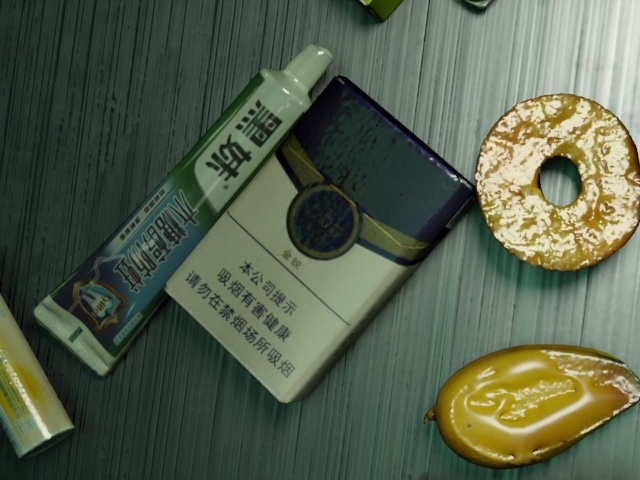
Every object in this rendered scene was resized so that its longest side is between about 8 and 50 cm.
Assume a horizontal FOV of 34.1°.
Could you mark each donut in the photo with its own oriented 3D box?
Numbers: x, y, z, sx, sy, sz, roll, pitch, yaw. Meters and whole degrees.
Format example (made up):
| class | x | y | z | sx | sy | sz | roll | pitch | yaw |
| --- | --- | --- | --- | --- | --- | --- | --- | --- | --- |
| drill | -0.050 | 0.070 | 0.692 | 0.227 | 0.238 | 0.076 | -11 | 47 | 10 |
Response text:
| class | x | y | z | sx | sy | sz | roll | pitch | yaw |
| --- | --- | --- | --- | --- | --- | --- | --- | --- | --- |
| donut | 0.201 | -0.046 | 0.891 | 0.152 | 0.058 | 0.152 | -1 | 83 | 5 |

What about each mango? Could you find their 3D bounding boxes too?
| class | x | y | z | sx | sy | sz | roll | pitch | yaw |
| --- | --- | --- | --- | --- | --- | --- | --- | --- | --- |
| mango | 0.179 | 0.139 | 0.892 | 0.187 | 0.066 | 0.101 | -18 | 74 | 10 |

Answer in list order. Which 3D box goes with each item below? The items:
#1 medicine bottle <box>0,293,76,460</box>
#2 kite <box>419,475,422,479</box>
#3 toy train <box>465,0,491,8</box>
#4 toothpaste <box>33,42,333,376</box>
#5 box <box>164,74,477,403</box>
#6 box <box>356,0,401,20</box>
| class | x | y | z | sx | sy | sz | roll | pitch | yaw |
| --- | --- | --- | --- | --- | --- | --- | --- | --- | --- |
| medicine bottle | -0.325 | 0.111 | 1.045 | 0.074 | 0.074 | 0.218 | -34 | 80 | 12 |
| kite | 0.083 | 0.307 | 0.847 | 0.013 | 0.323 | 0.267 | 0 | 43 | 6 |
| toy train | 0.188 | -0.301 | 0.925 | 0.043 | 0.047 | 0.207 | 37 | 96 | 17 |
| toothpaste | -0.125 | -0.035 | 0.996 | 0.099 | 0.061 | 0.392 | 42 | 101 | 2 |
| box | 0.000 | 0.000 | 0.950 | 0.168 | 0.071 | 0.259 | 41 | 99 | 15 |
| box | 0.076 | -0.358 | 0.954 | 0.175 | 0.062 | 0.260 | 45 | 99 | 15 |
